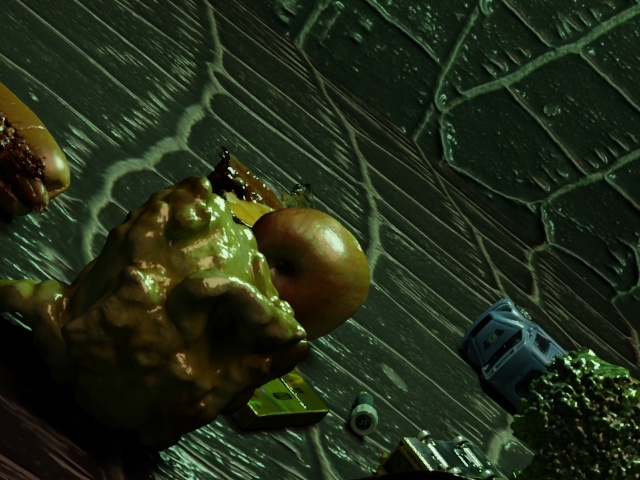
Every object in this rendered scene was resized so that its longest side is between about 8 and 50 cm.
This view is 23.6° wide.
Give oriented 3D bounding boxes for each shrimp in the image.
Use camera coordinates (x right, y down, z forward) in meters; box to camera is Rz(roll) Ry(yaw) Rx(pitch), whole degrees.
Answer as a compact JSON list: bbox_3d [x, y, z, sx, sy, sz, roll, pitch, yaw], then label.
[{"bbox_3d":[0.001,-0.001,2.472,0.173,0.058,0.253,44,17,-22],"label":"shrimp"}]

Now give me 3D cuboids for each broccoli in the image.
[{"bbox_3d":[0.334,0.330,1.985,0.302,0.249,0.375,-176,-112,-72],"label":"broccoli"}]

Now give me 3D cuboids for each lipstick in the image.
[{"bbox_3d":[0.059,0.225,2.036,0.037,0.037,0.116,40,11,-5],"label":"lipstick"}]

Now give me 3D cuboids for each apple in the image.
[{"bbox_3d":[-0.017,0.046,2.064,0.199,0.199,0.199,38,16,-13],"label":"apple"}]

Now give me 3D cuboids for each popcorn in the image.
[{"bbox_3d":[-0.155,0.077,1.526,0.237,0.293,0.293,65,20,11],"label":"popcorn"}]

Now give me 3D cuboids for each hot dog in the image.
[{"bbox_3d":[-0.377,-0.123,1.790,0.249,0.102,0.076,50,-18,27],"label":"hot dog"}]

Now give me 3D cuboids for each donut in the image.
[{"bbox_3d":[-0.117,-0.030,2.199,0.141,0.085,0.217,38,17,-14],"label":"donut"}]

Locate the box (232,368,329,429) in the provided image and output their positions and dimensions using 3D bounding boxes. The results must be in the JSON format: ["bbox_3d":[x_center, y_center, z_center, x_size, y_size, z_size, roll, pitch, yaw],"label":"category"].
[{"bbox_3d":[-0.075,0.174,1.854,0.121,0.030,0.193,48,17,21],"label":"box"}]

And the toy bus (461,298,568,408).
[{"bbox_3d":[0.370,0.239,2.577,0.292,0.125,0.133,44,16,1],"label":"toy bus"}]

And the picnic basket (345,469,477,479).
[{"bbox_3d":[0.103,0.319,1.460,0.222,0.297,0.129,28,63,-22],"label":"picnic basket"}]

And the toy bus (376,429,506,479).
[{"bbox_3d":[0.162,0.301,2.001,0.081,0.074,0.226,51,17,26],"label":"toy bus"}]
